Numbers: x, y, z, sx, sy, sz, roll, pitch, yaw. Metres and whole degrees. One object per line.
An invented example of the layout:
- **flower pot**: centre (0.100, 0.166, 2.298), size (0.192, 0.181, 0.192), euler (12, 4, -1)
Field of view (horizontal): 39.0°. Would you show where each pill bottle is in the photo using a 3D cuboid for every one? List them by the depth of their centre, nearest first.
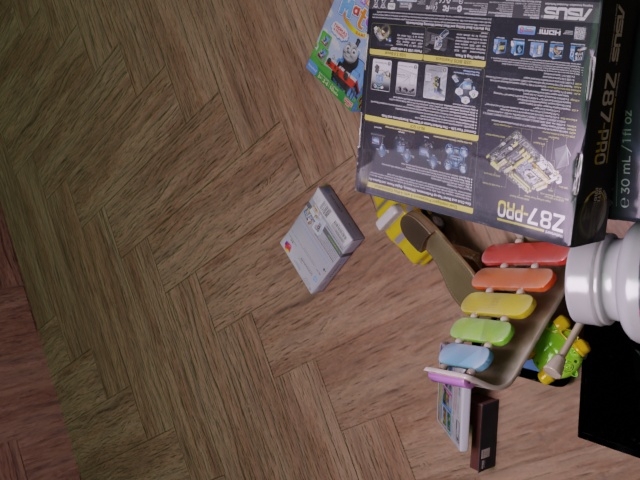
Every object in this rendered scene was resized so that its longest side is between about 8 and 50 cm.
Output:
- **pill bottle**: centre (0.499, 0.057, 1.194), size (0.318, 0.176, 0.176), euler (2, 99, 35)

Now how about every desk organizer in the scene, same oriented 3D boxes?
- **desk organizer**: centre (0.285, 0.346, 1.634), size (0.050, 0.047, 0.130), euler (14, 107, 49)

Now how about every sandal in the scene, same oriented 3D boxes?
- **sandal**: centre (0.246, 0.031, 1.590), size (0.240, 0.079, 0.088), euler (51, 147, 16)

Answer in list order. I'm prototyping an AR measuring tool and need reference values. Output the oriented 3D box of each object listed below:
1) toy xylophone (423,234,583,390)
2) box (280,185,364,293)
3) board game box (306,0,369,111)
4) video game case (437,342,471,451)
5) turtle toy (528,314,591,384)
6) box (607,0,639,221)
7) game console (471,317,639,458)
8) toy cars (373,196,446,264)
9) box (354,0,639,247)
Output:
- **toy xylophone**: centre (0.309, 0.106, 1.402), size (0.081, 0.322, 0.236), euler (42, 152, -21)
- **box**: centre (0.000, 0.000, 1.895), size (0.145, 0.038, 0.186), euler (57, 133, 25)
- **board game box**: centre (0.064, -0.382, 1.750), size (0.160, 0.039, 0.211), euler (49, 129, 31)
- **video game case**: centre (0.242, 0.281, 1.638), size (0.143, 0.019, 0.157), euler (-129, 39, -75)
- **turtle toy**: centre (0.367, 0.164, 1.427), size (0.095, 0.066, 0.130), euler (-43, 58, 15)
- **box**: centre (0.355, -0.198, 1.330), size (0.395, 0.212, 0.293), euler (8, 104, 48)
- **game console**: centre (0.394, 0.208, 1.488), size (0.361, 0.044, 0.213), euler (11, 105, 47)
- **toy cars**: centre (0.150, -0.148, 1.661), size (0.176, 0.087, 0.393), euler (11, 105, 47)
- **box**: centre (0.221, -0.187, 1.250), size (0.395, 0.097, 0.318), euler (18, 109, 45)
